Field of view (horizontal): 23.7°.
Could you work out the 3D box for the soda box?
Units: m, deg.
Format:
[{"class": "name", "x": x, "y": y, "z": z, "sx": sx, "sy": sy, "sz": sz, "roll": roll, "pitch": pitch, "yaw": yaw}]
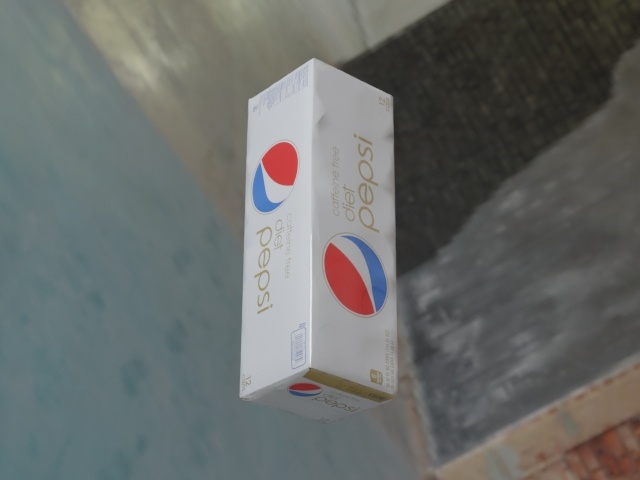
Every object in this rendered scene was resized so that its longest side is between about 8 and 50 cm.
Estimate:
[{"class": "soda box", "x": 0.000, "y": 0.000, "z": 0.958, "sx": 0.074, "sy": 0.069, "sz": 0.216, "roll": 21, "pitch": 57, "yaw": -35}]
